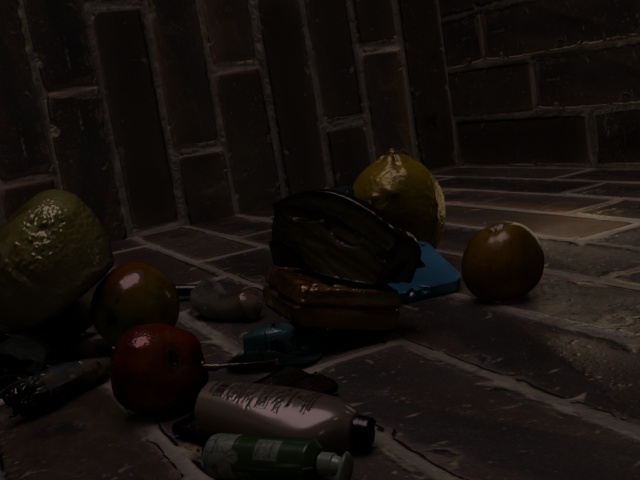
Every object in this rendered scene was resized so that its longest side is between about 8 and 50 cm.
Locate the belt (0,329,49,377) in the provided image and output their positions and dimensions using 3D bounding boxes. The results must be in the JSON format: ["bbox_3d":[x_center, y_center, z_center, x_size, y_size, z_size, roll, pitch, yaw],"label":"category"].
[{"bbox_3d":[-0.642,0.241,1.760,0.140,0.105,0.058,-1,8,-12],"label":"belt"}]

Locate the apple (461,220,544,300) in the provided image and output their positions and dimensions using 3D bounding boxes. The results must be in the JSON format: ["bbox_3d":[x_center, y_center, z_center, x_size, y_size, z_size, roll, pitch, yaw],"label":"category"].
[{"bbox_3d":[0.387,0.041,1.785,0.183,0.155,0.182,-7,11,1],"label":"apple"}]

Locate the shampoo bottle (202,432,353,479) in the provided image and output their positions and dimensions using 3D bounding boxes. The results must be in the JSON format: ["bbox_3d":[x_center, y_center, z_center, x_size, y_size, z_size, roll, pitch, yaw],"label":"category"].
[{"bbox_3d":[-0.053,0.286,1.083,0.205,0.065,0.065,-4,11,29],"label":"shampoo bottle"}]

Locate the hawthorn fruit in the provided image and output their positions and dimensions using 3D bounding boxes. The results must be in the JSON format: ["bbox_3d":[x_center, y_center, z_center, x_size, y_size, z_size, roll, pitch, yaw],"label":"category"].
[{"bbox_3d":[-0.214,0.210,1.431,0.286,0.165,0.165,-4,9,-6],"label":"hawthorn fruit"}]

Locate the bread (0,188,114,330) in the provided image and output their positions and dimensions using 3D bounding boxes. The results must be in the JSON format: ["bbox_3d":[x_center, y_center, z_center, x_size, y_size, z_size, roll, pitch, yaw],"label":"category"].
[{"bbox_3d":[-0.611,0.040,1.841,0.320,0.237,0.320,-40,9,7],"label":"bread"}]

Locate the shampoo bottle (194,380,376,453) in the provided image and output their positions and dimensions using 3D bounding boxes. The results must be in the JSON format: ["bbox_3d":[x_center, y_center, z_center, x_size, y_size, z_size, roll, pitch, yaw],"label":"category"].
[{"bbox_3d":[-0.046,0.250,1.180,0.257,0.078,0.127,3,15,24],"label":"shampoo bottle"}]

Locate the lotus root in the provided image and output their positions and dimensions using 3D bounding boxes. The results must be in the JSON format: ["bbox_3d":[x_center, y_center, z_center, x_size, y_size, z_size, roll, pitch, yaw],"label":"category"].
[{"bbox_3d":[0.055,-0.005,1.690,0.314,0.210,0.142,23,26,31],"label":"lotus root"}]

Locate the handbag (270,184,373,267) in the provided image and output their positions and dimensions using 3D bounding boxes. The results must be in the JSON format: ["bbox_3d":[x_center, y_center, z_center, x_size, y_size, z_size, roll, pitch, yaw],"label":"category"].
[{"bbox_3d":[0.005,0.001,2.102,0.100,0.274,0.269,33,-16,-19],"label":"handbag"}]

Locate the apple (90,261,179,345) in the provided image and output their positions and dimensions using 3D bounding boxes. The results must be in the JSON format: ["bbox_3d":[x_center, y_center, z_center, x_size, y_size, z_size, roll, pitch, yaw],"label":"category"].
[{"bbox_3d":[-0.410,0.147,1.845,0.196,0.195,0.196,-9,10,2],"label":"apple"}]

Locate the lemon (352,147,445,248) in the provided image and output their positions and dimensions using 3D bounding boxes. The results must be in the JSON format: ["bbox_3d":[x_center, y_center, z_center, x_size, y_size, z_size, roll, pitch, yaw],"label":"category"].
[{"bbox_3d":[0.201,-0.078,2.204,0.268,0.321,0.268,5,20,-2],"label":"lemon"}]

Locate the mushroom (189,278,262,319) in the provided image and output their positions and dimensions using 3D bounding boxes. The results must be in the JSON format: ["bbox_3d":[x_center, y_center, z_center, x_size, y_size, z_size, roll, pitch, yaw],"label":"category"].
[{"bbox_3d":[-0.226,0.147,1.987,0.223,0.081,0.092,6,38,49],"label":"mushroom"}]

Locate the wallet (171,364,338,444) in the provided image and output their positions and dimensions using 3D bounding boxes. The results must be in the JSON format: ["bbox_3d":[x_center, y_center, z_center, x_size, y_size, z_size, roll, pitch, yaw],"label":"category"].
[{"bbox_3d":[-0.101,0.260,1.330,0.133,0.039,0.243,7,21,45],"label":"wallet"}]

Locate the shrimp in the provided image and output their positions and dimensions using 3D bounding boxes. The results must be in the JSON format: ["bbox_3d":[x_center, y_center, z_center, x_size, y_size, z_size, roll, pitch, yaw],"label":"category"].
[{"bbox_3d":[-0.533,0.270,1.603,0.178,0.075,0.289,-13,8,28],"label":"shrimp"}]

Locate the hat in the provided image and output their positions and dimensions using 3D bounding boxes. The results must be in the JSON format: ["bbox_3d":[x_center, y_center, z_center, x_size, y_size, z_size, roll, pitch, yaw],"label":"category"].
[{"bbox_3d":[-0.094,0.192,1.594,0.191,0.077,0.138,-6,7,20],"label":"hat"}]

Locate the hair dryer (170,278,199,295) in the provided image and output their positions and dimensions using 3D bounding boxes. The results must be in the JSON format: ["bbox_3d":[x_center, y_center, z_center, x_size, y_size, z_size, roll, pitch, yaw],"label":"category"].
[{"bbox_3d":[-0.368,0.137,2.250,0.219,0.071,0.124,0,12,1],"label":"hair dryer"}]

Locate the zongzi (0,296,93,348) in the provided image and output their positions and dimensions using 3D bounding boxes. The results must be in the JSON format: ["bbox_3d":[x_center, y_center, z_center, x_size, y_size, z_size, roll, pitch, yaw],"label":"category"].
[{"bbox_3d":[-0.657,0.217,1.941,0.228,0.115,0.256,-11,19,0],"label":"zongzi"}]

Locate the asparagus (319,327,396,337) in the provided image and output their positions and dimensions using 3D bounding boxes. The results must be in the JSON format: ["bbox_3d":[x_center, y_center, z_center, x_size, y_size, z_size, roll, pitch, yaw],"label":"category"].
[{"bbox_3d":[0.074,0.185,1.671,0.163,0.016,0.016,-4,-26,20],"label":"asparagus"}]

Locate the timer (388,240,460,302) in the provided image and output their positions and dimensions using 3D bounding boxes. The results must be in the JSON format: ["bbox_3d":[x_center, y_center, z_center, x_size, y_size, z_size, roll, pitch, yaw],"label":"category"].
[{"bbox_3d":[0.187,0.097,1.981,0.232,0.091,0.250,-10,21,-12],"label":"timer"}]

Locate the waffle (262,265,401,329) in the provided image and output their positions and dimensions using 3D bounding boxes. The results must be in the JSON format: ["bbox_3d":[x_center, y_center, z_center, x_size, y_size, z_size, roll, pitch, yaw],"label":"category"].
[{"bbox_3d":[0.016,0.115,1.727,0.224,0.098,0.328,2,3,-15],"label":"waffle"}]
